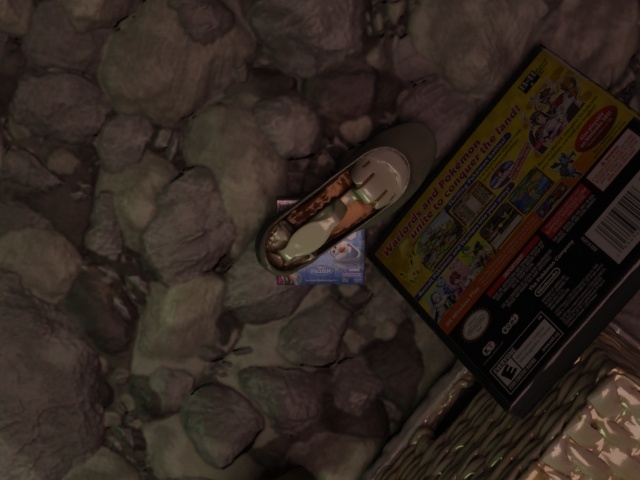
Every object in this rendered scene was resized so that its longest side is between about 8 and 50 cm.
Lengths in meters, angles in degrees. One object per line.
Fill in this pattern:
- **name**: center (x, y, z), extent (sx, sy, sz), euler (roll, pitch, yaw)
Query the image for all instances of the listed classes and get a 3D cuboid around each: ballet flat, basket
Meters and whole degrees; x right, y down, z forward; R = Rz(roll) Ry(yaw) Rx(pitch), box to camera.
- **ballet flat**: center (0.029, -0.035, 1.139), extent (0.213, 0.068, 0.072), euler (-37, 100, 3)
- **basket**: center (0.263, 0.275, 1.160), extent (0.331, 0.266, 0.328), euler (37, 100, -14)

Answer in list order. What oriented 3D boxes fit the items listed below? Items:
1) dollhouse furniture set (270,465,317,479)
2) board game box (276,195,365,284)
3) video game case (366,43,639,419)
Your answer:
- **dollhouse furniture set**: center (0.000, 0.379, 1.204), extent (0.242, 0.212, 0.161), euler (41, 102, 14)
- **board game box**: center (0.000, 0.000, 1.191), extent (0.090, 0.020, 0.090), euler (-1, 104, -3)
- **video game case**: center (0.197, -0.016, 1.094), extent (0.035, 0.248, 0.275), euler (28, 105, -45)
